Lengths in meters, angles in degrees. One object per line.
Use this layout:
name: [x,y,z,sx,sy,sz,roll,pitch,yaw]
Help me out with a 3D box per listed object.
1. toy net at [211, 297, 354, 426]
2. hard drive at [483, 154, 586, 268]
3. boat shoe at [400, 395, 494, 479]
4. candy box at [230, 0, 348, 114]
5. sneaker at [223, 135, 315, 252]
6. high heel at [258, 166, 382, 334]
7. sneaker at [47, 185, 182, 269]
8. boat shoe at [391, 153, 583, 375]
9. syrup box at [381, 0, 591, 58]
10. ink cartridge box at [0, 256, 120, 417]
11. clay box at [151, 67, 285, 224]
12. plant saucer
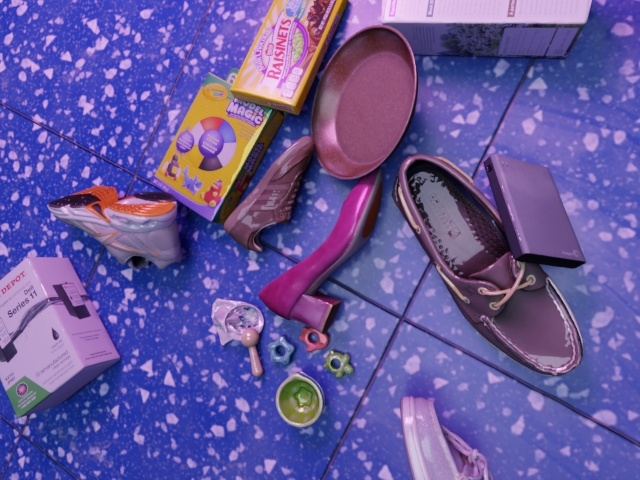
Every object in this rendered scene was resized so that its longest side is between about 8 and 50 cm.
toy net: [-0.071,0.150,0.644,0.232,0.045,0.122,37,97,15]
hard drive: [0.249,-0.034,0.524,0.094,0.022,0.135,8,59,-22]
boat shoe: [0.187,0.328,0.528,0.103,0.118,0.321,-26,84,7]
candy box: [-0.043,-0.285,0.646,0.105,0.027,0.206,17,76,17]
sneaker: [-0.059,-0.064,0.654,0.071,0.066,0.188,42,104,-2]
high heel: [0.000,0.000,0.622,0.117,0.082,0.244,24,100,20]
sneaker: [-0.327,-0.013,0.705,0.262,0.099,0.121,10,120,30]
boat shoe: [0.201,0.029,0.546,0.116,0.096,0.325,-36,78,11]
syrup box: [0.203,-0.298,0.567,0.236,0.093,0.097,9,90,17]
ink cartridge box: [-0.454,0.151,0.732,0.153,0.087,0.209,-37,77,10]
clay box: [-0.151,-0.152,0.681,0.127,0.053,0.222,31,96,15]
plant saucer: [0.059,-0.177,0.593,0.198,0.036,0.199,-10,78,51]
